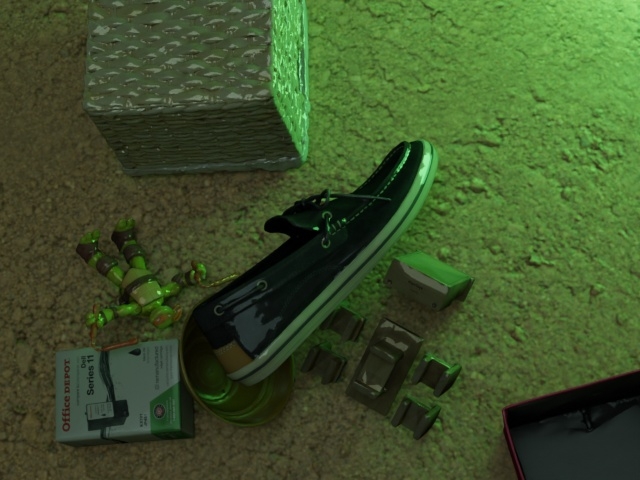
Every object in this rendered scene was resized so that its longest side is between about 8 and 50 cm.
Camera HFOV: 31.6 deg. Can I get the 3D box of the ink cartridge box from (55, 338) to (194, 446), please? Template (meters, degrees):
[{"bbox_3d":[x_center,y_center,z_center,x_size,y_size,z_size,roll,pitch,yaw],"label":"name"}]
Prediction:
[{"bbox_3d":[-0.315,0.246,1.815,0.209,0.087,0.153,-7,73,8],"label":"ink cartridge box"}]

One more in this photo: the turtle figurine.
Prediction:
[{"bbox_3d":[-0.289,0.067,1.865,0.270,0.087,0.217,-28,67,-22],"label":"turtle figurine"}]

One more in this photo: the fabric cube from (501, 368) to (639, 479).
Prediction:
[{"bbox_3d":[0.408,0.338,1.588,0.254,0.258,0.259,-16,72,3],"label":"fabric cube"}]

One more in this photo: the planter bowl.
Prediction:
[{"bbox_3d":[-0.153,0.196,1.780,0.090,0.217,0.217,-27,65,45],"label":"planter bowl"}]

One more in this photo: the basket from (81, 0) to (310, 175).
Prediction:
[{"bbox_3d":[-0.195,-0.303,1.864,0.332,0.266,0.328,-2,73,6],"label":"basket"}]

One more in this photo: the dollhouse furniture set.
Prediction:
[{"bbox_3d":[0.127,0.149,1.773,0.212,0.161,0.242,28,102,15],"label":"dollhouse furniture set"}]

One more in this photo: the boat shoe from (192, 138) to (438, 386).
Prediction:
[{"bbox_3d":[0.000,0.000,1.745,0.156,0.187,0.500,46,71,-8],"label":"boat shoe"}]
